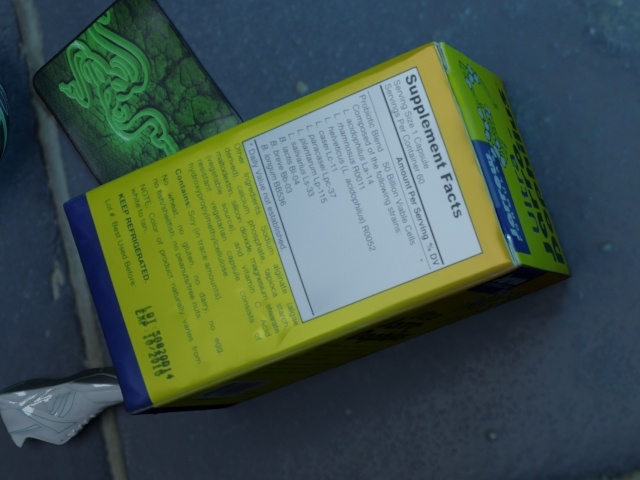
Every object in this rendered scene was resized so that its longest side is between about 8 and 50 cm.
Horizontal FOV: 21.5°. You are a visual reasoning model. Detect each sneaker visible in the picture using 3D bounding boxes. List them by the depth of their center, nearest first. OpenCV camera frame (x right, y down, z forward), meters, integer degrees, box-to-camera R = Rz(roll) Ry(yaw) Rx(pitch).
[{"bbox_3d":[-0.232,0.156,1.585,0.152,0.054,0.061,-11,97,22],"label":"sneaker"}]

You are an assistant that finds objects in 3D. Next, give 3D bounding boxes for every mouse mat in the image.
[{"bbox_3d":[-0.176,-0.130,1.604,0.153,0.007,0.189,-40,73,14],"label":"mouse mat"}]

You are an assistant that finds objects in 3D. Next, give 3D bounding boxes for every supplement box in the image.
[{"bbox_3d":[0.000,0.000,1.428,0.357,0.195,0.194,-22,79,18],"label":"supplement box"}]

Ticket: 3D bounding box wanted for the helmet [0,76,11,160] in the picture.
[{"bbox_3d":[-0.374,-0.119,1.594,0.161,0.169,0.169,-44,73,29],"label":"helmet"}]
